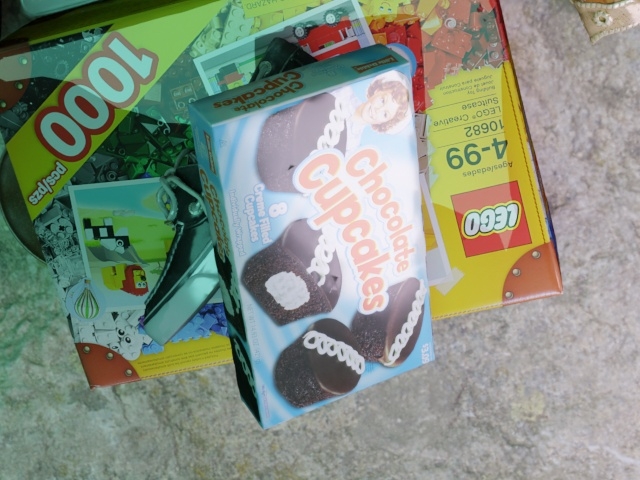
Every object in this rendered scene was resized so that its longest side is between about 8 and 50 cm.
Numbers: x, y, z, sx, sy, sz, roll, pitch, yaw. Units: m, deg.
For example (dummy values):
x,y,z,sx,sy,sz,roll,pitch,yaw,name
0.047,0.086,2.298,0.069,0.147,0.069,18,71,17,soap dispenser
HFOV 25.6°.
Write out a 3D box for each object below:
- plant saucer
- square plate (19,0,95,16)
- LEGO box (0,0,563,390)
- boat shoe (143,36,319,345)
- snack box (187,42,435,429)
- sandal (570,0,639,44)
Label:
x,y,z,sx,sy,sz,roll,pitch,yaw,name
-0.273,-0.056,1.621,0.198,0.036,0.199,4,111,10,plant saucer
-0.195,-0.435,1.440,0.344,0.049,0.347,-11,104,17,square plate
-0.039,-0.092,1.448,0.500,0.193,0.372,-13,107,11,LEGO box
-0.094,-0.046,1.308,0.105,0.113,0.306,34,107,-1,boat shoe
0.000,0.000,1.265,0.187,0.060,0.322,-20,124,-19,snack box
0.301,-0.224,1.403,0.240,0.088,0.079,26,108,-4,sandal
